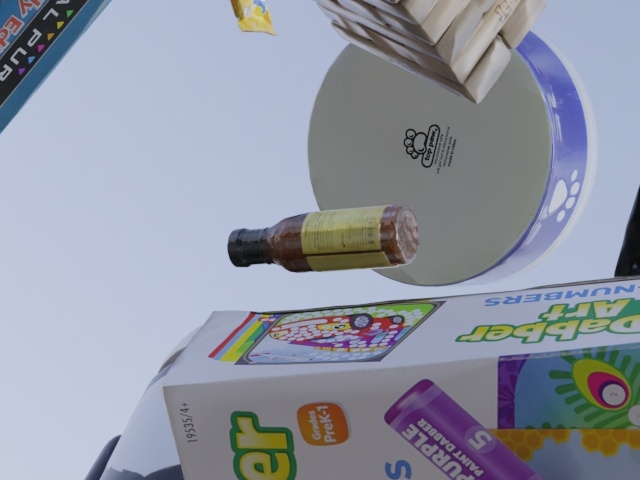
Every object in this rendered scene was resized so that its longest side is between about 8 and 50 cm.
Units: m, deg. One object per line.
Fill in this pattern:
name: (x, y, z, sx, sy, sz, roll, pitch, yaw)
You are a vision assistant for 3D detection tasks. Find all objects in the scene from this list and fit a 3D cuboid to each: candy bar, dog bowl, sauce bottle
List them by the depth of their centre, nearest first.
sauce bottle: (0.000, 0.000, 1.244, 0.128, 0.042, 0.042, -2, -37, 27)
candy bar: (-0.071, -0.235, 1.514, 0.018, 0.162, 0.040, -26, -15, 41)
dog bowl: (0.122, -0.088, 1.815, 0.264, 0.265, 0.104, -1, 1, 31)

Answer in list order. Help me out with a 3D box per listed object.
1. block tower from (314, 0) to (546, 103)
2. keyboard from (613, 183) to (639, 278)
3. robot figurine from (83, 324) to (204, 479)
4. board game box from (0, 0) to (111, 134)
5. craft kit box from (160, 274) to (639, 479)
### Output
block tower: (-0.010, -0.185, 0.762, 0.097, 0.091, 0.335, 29, -9, 36)
keyboard: (0.218, 0.022, 0.839, 0.192, 0.100, 0.038, 5, -23, 40)
robot figurine: (-0.064, 0.174, 1.299, 0.209, 0.278, 0.174, 22, -45, 3)
board game box: (-0.223, -0.175, 0.964, 0.254, 0.336, 0.079, 40, -1, 22)
craft kit box: (0.102, 0.129, 0.539, 0.246, 0.061, 0.250, -6, -70, 21)
